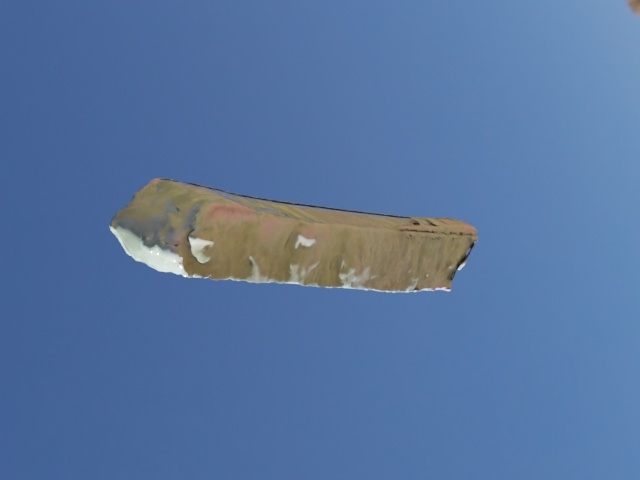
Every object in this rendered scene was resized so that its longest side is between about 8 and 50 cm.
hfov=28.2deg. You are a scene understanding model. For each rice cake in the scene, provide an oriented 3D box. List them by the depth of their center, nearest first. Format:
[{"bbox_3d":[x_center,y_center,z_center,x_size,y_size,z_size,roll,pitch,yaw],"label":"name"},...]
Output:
[{"bbox_3d":[0.000,0.000,0.516,0.211,0.043,0.034,5,-81,-57],"label":"rice cake"}]
